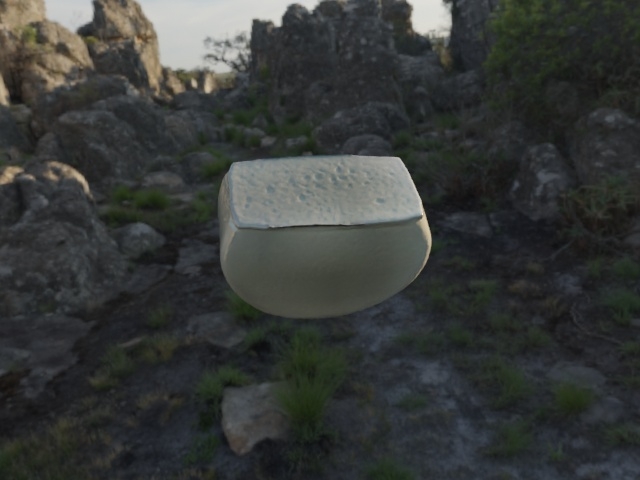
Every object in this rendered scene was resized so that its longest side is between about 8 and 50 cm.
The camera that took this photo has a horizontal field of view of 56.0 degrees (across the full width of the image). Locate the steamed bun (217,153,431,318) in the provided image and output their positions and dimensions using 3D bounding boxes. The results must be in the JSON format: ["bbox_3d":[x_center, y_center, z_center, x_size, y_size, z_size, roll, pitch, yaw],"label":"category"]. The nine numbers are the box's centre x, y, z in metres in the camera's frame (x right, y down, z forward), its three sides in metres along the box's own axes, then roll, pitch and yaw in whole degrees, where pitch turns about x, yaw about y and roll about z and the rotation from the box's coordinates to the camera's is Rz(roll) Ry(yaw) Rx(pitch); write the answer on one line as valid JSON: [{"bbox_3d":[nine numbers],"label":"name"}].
[{"bbox_3d":[0.000,0.000,0.723,0.241,0.164,0.146,-3,41,-9],"label":"steamed bun"}]
